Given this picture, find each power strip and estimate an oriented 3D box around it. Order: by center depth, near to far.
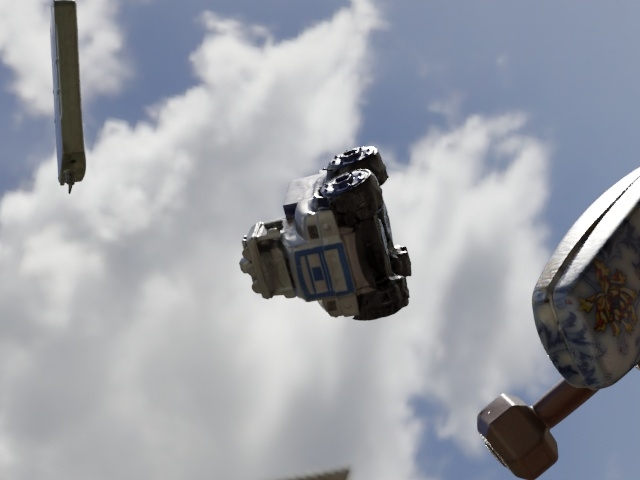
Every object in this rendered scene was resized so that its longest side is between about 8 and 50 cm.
[{"bbox_3d":[-0.267,-0.153,1.742,0.080,0.029,0.226,116,150,-65],"label":"power strip"}]

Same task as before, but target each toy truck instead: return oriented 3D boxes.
[{"bbox_3d":[0.000,0.000,1.813,0.213,0.177,0.161,-76,-27,-70],"label":"toy truck"}]

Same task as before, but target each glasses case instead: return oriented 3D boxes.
[{"bbox_3d":[0.211,0.013,1.105,0.248,0.065,0.087,-41,-72,-49],"label":"glasses case"}]

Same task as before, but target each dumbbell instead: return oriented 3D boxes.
[{"bbox_3d":[0.269,0.151,1.710,0.231,0.082,0.092,-39,-47,-3],"label":"dumbbell"}]
